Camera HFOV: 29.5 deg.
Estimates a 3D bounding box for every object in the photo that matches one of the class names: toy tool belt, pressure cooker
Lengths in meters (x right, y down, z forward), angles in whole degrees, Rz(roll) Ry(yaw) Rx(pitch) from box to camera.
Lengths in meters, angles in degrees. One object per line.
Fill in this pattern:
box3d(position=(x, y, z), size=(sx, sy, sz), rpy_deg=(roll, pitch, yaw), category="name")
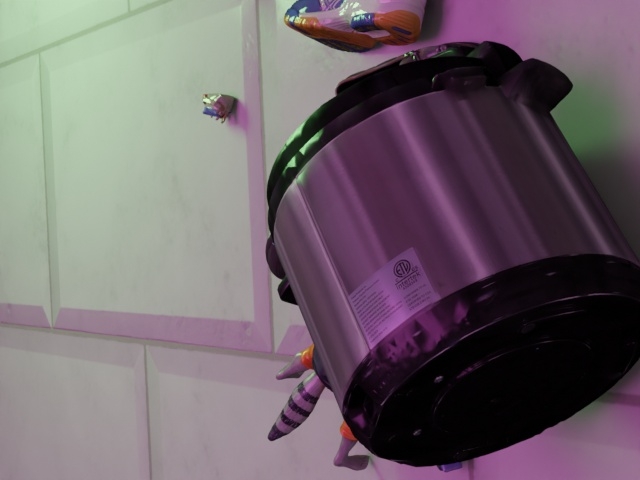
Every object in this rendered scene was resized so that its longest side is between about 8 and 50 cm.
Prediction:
box3d(position=(-0.187, -0.232, 2.148), size=(0.083, 0.052, 0.051), rpy_deg=(10, 92, 56), category="toy tool belt")
box3d(position=(0.139, -0.006, 1.384), size=(0.376, 0.369, 0.420), rpy_deg=(85, 164, -56), category="pressure cooker")

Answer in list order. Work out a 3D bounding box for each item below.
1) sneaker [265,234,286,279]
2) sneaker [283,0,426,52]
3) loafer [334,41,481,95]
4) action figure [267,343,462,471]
box3d(position=(0.000, 0.000, 1.846), size=(0.267, 0.101, 0.106), rpy_deg=(-49, 56, 46), category="sneaker")
box3d(position=(0.060, -0.349, 1.750), size=(0.296, 0.111, 0.131), rpy_deg=(10, 83, 54), category="sneaker")
box3d(position=(0.122, -0.212, 1.660), size=(0.267, 0.084, 0.096), rpy_deg=(-7, 87, 56), category="loafer")
box3d(position=(0.053, 0.210, 1.723), size=(0.341, 0.178, 0.330), rpy_deg=(65, 150, 32), category="action figure")
